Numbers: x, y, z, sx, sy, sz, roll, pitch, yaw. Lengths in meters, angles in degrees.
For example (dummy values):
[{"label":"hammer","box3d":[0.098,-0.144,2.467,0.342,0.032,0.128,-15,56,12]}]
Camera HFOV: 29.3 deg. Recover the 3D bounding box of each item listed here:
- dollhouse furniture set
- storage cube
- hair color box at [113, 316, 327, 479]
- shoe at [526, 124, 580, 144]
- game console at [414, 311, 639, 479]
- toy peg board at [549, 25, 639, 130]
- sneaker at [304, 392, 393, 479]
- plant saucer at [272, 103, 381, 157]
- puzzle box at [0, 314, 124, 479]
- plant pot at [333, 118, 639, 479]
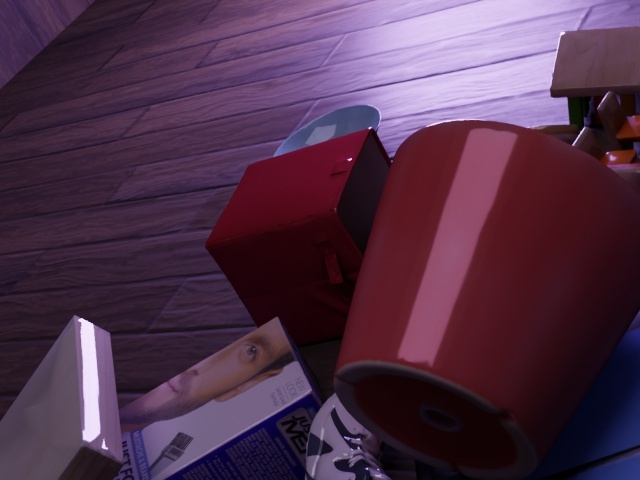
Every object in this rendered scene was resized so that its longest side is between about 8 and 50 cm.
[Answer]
[{"label":"dollhouse furniture set","box3d":[0.402,-0.100,1.373,0.262,0.135,0.259,-1,39,43]},{"label":"storage cube","box3d":[0.000,0.000,1.545,0.193,0.184,0.215,-14,32,29]},{"label":"hair color box","box3d":[-0.152,0.243,1.374,0.338,0.110,0.185,-29,27,-2]},{"label":"shoe","box3d":[0.245,-0.115,1.648,0.219,0.058,0.076,-10,2,26]},{"label":"game console","box3d":[0.269,0.197,1.093,0.386,0.060,0.342,-23,28,15]},{"label":"toy peg board","box3d":[0.401,-0.216,1.655,0.160,0.079,0.161,-1,37,18]},{"label":"sneaker","box3d":[0.049,0.231,1.188,0.153,0.094,0.235,-15,30,45]},{"label":"plant saucer","box3d":[0.015,-0.144,1.928,0.195,0.037,0.195,-24,28,14]},{"label":"puzzle box","box3d":[-0.350,0.307,1.332,0.409,0.052,0.272,-53,25,14]},{"label":"plant pot","box3d":[0.147,0.067,1.117,0.275,0.275,0.243,-2,50,43]}]
